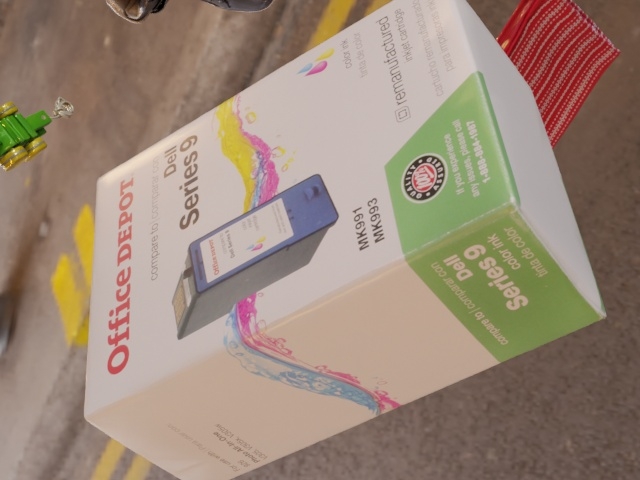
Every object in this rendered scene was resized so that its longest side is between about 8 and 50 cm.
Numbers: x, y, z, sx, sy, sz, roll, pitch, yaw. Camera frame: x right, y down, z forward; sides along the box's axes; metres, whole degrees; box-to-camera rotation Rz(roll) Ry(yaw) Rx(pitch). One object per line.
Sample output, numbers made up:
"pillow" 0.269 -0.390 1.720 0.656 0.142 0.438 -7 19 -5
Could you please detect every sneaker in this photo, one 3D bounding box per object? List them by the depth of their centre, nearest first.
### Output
"sneaker" -0.169 -0.318 1.368 0.163 0.226 0.086 -84 16 -52

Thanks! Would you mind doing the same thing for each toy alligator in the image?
"toy alligator" -0.305 -0.103 1.080 0.051 0.056 0.190 -35 7 21

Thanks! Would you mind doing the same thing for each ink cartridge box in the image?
"ink cartridge box" 0.000 0.000 0.500 0.212 0.093 0.154 -28 43 22

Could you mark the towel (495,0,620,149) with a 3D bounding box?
"towel" 0.297 -0.219 1.442 0.031 0.275 0.199 39 102 34
